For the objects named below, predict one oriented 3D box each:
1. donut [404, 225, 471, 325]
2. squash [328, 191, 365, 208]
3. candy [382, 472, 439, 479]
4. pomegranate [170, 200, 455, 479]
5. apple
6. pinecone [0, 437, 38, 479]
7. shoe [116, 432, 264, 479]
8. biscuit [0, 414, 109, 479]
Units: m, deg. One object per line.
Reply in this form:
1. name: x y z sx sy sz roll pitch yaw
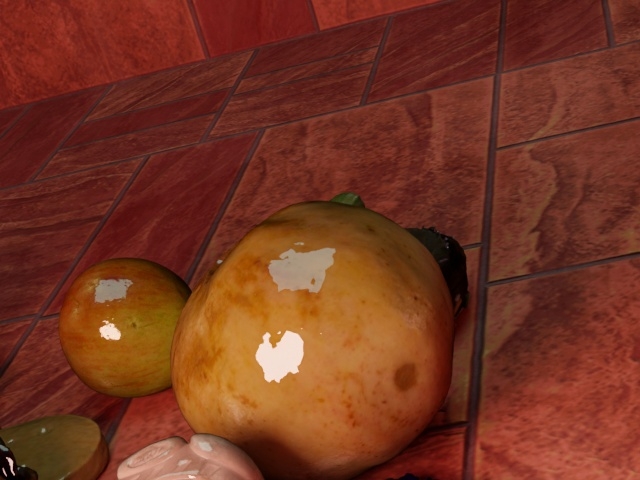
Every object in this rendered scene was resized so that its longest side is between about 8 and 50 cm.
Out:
1. donut: 0.076 0.073 1.910 0.270 0.103 0.269 -17 22 7
2. squash: 0.000 0.000 1.924 0.066 0.066 0.229 -5 24 29
3. candy: 0.014 0.305 1.438 0.275 0.070 0.145 -26 14 -19
4. pomegranate: 0.006 0.127 1.593 0.338 0.338 0.338 -15 21 6
5. apple: -0.249 0.118 1.932 0.196 0.196 0.196 -15 21 6
6. pinecone: -0.470 0.314 1.537 0.298 0.242 0.296 -16 17 14
7. shoe: -0.212 0.331 1.360 0.351 0.172 0.198 -33 28 13
8. biscuit: -0.442 0.299 1.818 0.355 0.052 0.275 -12 22 15
